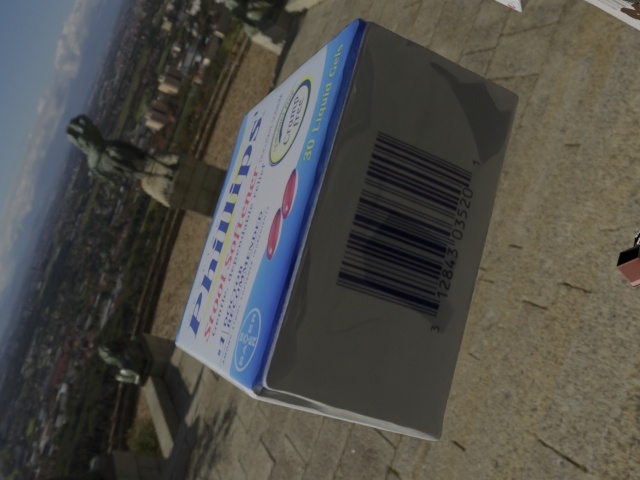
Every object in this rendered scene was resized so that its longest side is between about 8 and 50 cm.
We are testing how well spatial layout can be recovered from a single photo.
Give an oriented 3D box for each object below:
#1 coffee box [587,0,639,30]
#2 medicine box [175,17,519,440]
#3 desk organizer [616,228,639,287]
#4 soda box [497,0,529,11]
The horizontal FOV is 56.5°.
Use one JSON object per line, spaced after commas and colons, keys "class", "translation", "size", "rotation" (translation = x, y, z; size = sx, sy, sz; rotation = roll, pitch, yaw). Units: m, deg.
{"class": "coffee box", "translation": [0.488, -0.306, 0.692], "size": [0.119, 0.297, 0.168], "rotation": [-139, 71, -79]}
{"class": "medicine box", "translation": [0.000, 0.000, 0.528], "size": [0.289, 0.149, 0.264], "rotation": [-7, 65, 66]}
{"class": "desk organizer", "translation": [0.565, 0.019, 1.051], "size": [0.047, 0.050, 0.130], "rotation": [-37, 10, 47]}
{"class": "soda box", "translation": [0.460, -0.615, 1.282], "size": [0.074, 0.069, 0.216], "rotation": [34, 102, 19]}
